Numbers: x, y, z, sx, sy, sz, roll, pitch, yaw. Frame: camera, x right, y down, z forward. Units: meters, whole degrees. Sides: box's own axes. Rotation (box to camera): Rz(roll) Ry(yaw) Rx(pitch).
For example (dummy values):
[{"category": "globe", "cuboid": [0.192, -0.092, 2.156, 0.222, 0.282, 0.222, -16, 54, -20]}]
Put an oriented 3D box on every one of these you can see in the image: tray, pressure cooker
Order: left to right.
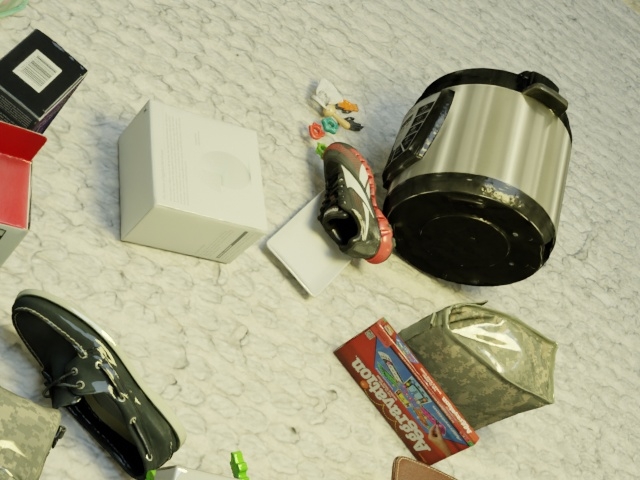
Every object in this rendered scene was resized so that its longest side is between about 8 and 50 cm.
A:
[{"category": "tray", "cuboid": [0.000, 0.000, 1.965, 0.145, 0.030, 0.270, 49, 42, -3]}, {"category": "pressure cooker", "cuboid": [0.342, -0.157, 2.092, 0.375, 0.370, 0.420, 65, 37, -50]}]

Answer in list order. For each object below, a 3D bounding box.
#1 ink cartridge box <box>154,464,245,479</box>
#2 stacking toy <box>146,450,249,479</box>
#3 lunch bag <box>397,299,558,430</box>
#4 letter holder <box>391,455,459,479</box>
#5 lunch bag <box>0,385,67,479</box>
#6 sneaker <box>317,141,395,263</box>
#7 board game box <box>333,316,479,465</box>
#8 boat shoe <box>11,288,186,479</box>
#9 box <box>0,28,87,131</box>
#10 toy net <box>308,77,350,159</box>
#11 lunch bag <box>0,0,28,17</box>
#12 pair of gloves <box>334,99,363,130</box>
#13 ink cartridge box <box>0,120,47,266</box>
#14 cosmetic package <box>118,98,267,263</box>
[{"category": "ink cartridge box", "cuboid": [-0.169, 0.514, 1.364, 0.176, 0.069, 0.371, 23, 60, -35]}, {"category": "stacking toy", "cuboid": [-0.175, 0.439, 1.466, 0.167, 0.052, 0.221, -1, 76, -42]}, {"category": "lunch bag", "cuboid": [0.270, 0.226, 1.885, 0.287, 0.235, 0.169, 30, 52, -22]}, {"category": "letter holder", "cuboid": [0.192, 0.529, 1.675, 0.302, 0.152, 0.214, 32, 44, -20]}, {"category": "lunch bag", "cuboid": [-0.496, 0.255, 1.228, 0.305, 0.212, 0.256, 37, 45, -16]}, {"category": "sneaker", "cuboid": [0.051, -0.082, 1.969, 0.135, 0.097, 0.276, 1, 63, -43]}, {"category": "board game box", "cuboid": [0.156, 0.285, 1.814, 0.281, 0.145, 0.027, 51, 45, 1]}, {"category": "boat shoe", "cuboid": [-0.345, 0.222, 1.443, 0.340, 0.127, 0.113, 54, 40, -18]}, {"category": "box", "cuboid": [-0.489, -0.210, 1.561, 0.108, 0.207, 0.153, 40, 44, -12]}, {"category": "toy net", "cuboid": [0.009, -0.256, 2.143, 0.122, 0.045, 0.232, 8, 55, -34]}, {"category": "lunch bag", "cuboid": [-0.629, -0.485, 1.672, 0.223, 0.160, 0.262, 47, 37, -5]}, {"category": "pair of gloves", "cuboid": [0.064, -0.287, 2.233, 0.074, 0.010, 0.083, 8, 58, -37]}, {"category": "ink cartridge box", "cuboid": [-0.570, -0.069, 1.346, 0.309, 0.272, 0.130, 15, 53, -32]}, {"category": "cosmetic package", "cuboid": [-0.233, -0.102, 1.755, 0.225, 0.138, 0.224, 15, 53, -34]}]
